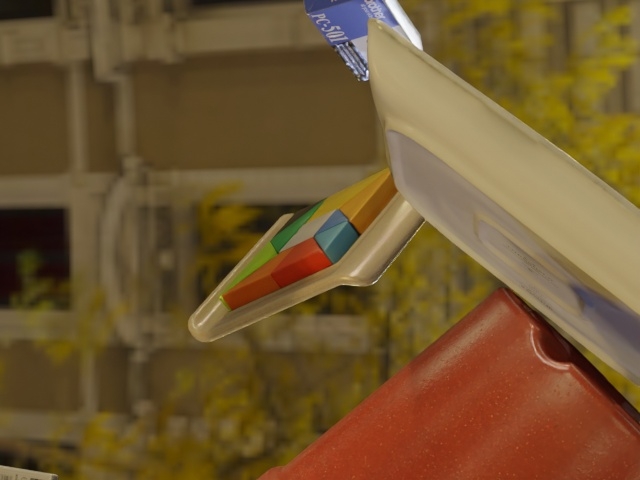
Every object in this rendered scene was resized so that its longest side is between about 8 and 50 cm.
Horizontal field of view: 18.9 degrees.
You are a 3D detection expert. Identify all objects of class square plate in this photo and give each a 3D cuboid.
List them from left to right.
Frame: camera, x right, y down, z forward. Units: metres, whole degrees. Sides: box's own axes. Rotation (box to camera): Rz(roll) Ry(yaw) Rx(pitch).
[{"bbox_3d":[0.167,0.005,1.375,0.049,0.347,0.344,-50,-11,-6],"label":"square plate"}]

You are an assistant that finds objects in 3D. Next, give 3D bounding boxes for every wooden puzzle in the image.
[{"bbox_3d":[0.000,0.000,1.869,0.044,0.238,0.221,57,-137,-15],"label":"wooden puzzle"}]

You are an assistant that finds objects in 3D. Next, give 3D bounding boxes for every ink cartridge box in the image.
[{"bbox_3d":[0.058,-0.277,2.477,0.207,0.097,0.046,46,-148,-61],"label":"ink cartridge box"}]

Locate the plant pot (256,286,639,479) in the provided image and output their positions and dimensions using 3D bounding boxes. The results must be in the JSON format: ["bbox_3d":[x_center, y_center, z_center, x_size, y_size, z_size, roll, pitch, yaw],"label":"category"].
[{"bbox_3d":[0.098,0.190,1.271,0.265,0.272,0.272,-46,-35,6],"label":"plant pot"}]

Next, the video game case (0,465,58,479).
[{"bbox_3d":[-0.298,0.285,1.886,0.011,0.087,0.122,14,-99,-51],"label":"video game case"}]
